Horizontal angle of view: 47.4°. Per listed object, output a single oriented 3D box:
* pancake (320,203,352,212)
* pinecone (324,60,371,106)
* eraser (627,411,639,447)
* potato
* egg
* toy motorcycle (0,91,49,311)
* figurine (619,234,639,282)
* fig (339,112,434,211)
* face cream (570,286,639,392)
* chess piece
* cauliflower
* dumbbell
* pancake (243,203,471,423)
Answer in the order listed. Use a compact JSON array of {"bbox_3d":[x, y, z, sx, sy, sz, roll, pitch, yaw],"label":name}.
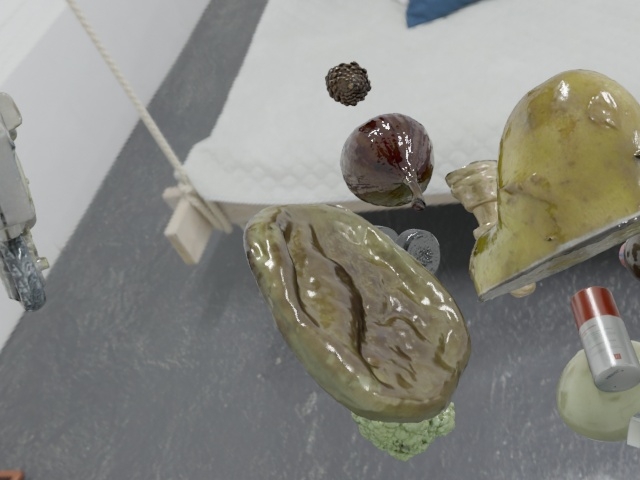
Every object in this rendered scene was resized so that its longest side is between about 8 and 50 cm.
[{"bbox_3d":[0.000,0.000,2.127,0.250,0.031,0.249,-16,59,28],"label":"pancake"},{"bbox_3d":[0.055,-0.357,1.638,0.102,0.102,0.109,-40,49,-14],"label":"pinecone"},{"bbox_3d":[0.601,0.338,1.341,0.029,0.052,0.122,8,10,43],"label":"eraser"},{"bbox_3d":[0.398,-0.101,1.267,0.290,0.397,0.295,-13,75,-31],"label":"potato"},{"bbox_3d":[0.661,0.337,1.646,0.270,0.219,0.219,-18,42,-6],"label":"egg"},{"bbox_3d":[-0.376,-0.094,0.791,0.108,0.340,0.223,-22,40,-24],"label":"toy motorcycle"},{"bbox_3d":[0.746,0.030,1.532,0.158,0.161,0.276,-40,25,-23],"label":"figurine"},{"bbox_3d":[0.175,-0.143,1.570,0.217,0.216,0.321,-29,32,-2],"label":"fig"},{"bbox_3d":[0.601,0.206,1.545,0.096,0.095,0.214,-14,42,14],"label":"face cream"},{"bbox_3d":[0.392,-0.020,1.624,0.124,0.139,0.307,-23,76,19],"label":"chess piece"},{"bbox_3d":[0.226,0.410,1.877,0.260,0.326,0.281,29,49,35],"label":"cauliflower"},{"bbox_3d":[0.217,0.038,2.081,0.218,0.152,0.152,6,49,53],"label":"dumbbell"},{"bbox_3d":[0.045,0.061,0.782,0.049,0.295,0.294,-54,33,29],"label":"pancake"}]
